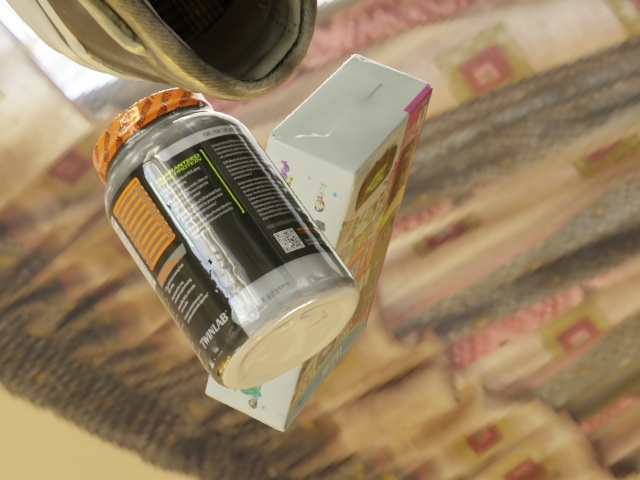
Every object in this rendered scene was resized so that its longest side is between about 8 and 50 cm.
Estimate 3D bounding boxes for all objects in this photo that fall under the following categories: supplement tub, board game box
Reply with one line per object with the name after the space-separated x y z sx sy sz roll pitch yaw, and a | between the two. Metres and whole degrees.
-0.069 -0.005 1.073 0.190 0.117 0.117 55 -160 21 | supplement tub
0.000 0.000 1.562 0.097 0.303 0.224 24 -146 13 | board game box

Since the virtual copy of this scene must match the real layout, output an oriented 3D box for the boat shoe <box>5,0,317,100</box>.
-0.081 -0.181 0.399 0.119 0.121 0.335 26 152 50 | boat shoe
